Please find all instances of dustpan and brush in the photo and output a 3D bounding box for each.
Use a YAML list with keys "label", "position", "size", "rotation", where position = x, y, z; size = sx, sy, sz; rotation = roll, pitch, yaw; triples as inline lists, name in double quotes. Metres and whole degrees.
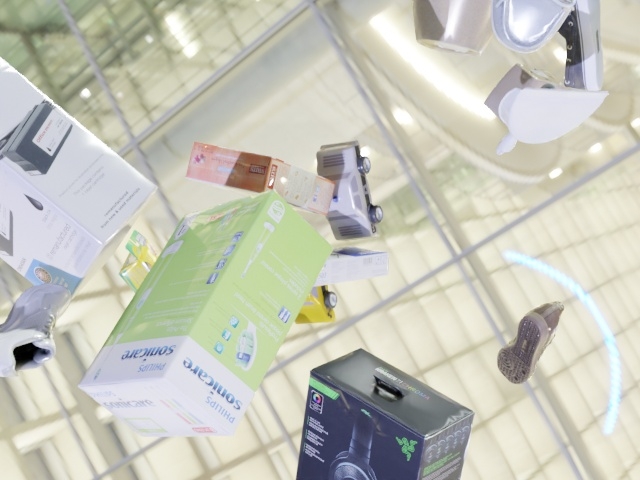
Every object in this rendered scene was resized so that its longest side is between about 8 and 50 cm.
- label: "dustpan and brush"
  position: [0.312, -0.175, 1.617]
  size: [0.147, 0.211, 0.060]
  rotation: [0, -124, -19]

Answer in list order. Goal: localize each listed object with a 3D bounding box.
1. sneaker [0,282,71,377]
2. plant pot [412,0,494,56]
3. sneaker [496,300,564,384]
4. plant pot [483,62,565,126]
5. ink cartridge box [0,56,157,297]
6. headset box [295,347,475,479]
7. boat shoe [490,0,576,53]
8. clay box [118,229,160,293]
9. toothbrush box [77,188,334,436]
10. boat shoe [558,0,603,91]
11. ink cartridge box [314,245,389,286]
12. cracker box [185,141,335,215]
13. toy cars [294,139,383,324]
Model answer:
- label: "sneaker"
  position: [-0.466, 0.157, 1.782]
  size: [0.232, 0.115, 0.090]
  rotation: [-51, -30, -47]
- label: "plant pot"
  position: [0.274, -0.496, 2.059]
  size: [0.256, 0.256, 0.274]
  rotation: [10, -87, -54]
- label: "sneaker"
  position: [0.337, 0.163, 1.714]
  size: [0.071, 0.188, 0.066]
  rotation: [-30, -113, -26]
- label: "plant pot"
  position: [0.382, -0.260, 1.986]
  size: [0.109, 0.096, 0.109]
  rotation: [8, -151, -27]
- label: "ink cartridge box"
  position: [-0.519, -0.107, 1.894]
  size: [0.395, 0.285, 0.166]
  rotation: [40, -127, -4]
- label: "headset box"
  position: [0.098, 0.343, 1.758]
  size: [0.246, 0.283, 0.131]
  rotation: [28, -150, 36]
- label: "boat shoe"
  position: [0.305, -0.387, 1.394]
  size: [0.118, 0.320, 0.103]
  rotation: [25, -154, 1]
- label: "clay box"
  position: [-0.300, 0.090, 2.042]
  size: [0.222, 0.053, 0.127]
  rotation: [51, -170, -13]
- label: "toothbrush box"
  position: [-0.141, 0.093, 1.348]
  size: [0.122, 0.206, 0.283]
  rotation: [45, -124, -25]
- label: "boat shoe"
  position: [0.431, -0.360, 1.844]
  size: [0.080, 0.076, 0.229]
  rotation: [-54, -42, -46]
- label: "ink cartridge box"
  position: [0.018, 0.044, 1.922]
  size: [0.207, 0.097, 0.046]
  rotation: [-6, -79, -46]
- label: "cracker box"
  position: [-0.097, -0.102, 1.837]
  size: [0.232, 0.155, 0.067]
  rotation: [15, -92, -62]
- label: "toy cars"
  position: [0.000, 0.000, 2.028]
  size: [0.176, 0.394, 0.087]
  rotation: [35, -150, 15]
